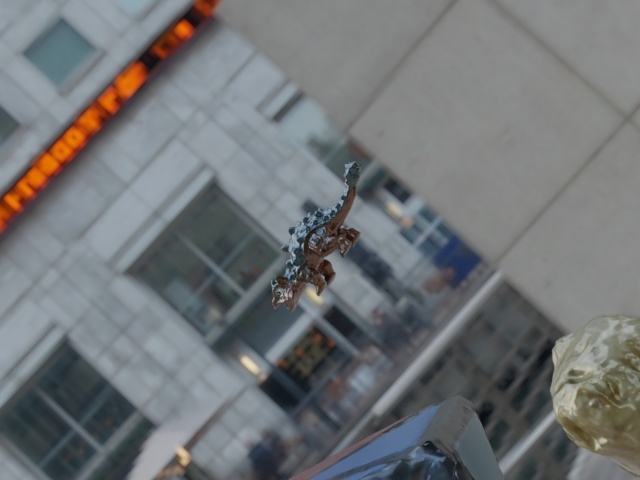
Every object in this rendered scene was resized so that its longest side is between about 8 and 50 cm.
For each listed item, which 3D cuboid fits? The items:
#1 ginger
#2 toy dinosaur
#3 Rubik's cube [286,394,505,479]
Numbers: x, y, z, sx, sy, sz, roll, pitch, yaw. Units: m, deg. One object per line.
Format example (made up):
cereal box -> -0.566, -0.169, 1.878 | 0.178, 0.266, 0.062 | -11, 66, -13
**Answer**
ginger -> 0.316, 0.133, 1.141 | 0.354, 0.190, 0.126 | 7, -72, -41
toy dinosaur -> 0.000, 0.000, 1.304 | 0.154, 0.055, 0.049 | -62, -10, 22
Rubik's cube -> 0.026, 0.254, 0.854 | 0.246, 0.250, 0.248 | -29, -6, 7
